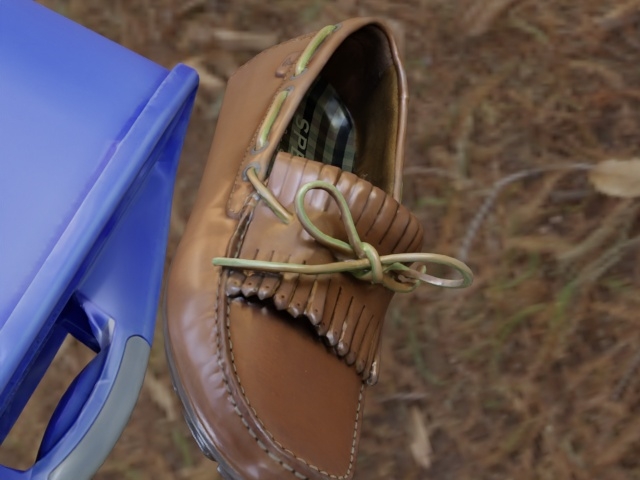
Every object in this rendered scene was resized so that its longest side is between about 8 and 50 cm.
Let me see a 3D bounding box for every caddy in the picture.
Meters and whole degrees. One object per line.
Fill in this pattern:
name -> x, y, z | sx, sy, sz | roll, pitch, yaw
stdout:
caddy -> -0.167, 0.043, 0.794 | 0.179, 0.341, 0.241 | 29, 142, -3

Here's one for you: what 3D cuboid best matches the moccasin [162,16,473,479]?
moccasin -> 0.002, 0.002, 1.085 | 0.139, 0.380, 0.147 | 41, 125, -22
